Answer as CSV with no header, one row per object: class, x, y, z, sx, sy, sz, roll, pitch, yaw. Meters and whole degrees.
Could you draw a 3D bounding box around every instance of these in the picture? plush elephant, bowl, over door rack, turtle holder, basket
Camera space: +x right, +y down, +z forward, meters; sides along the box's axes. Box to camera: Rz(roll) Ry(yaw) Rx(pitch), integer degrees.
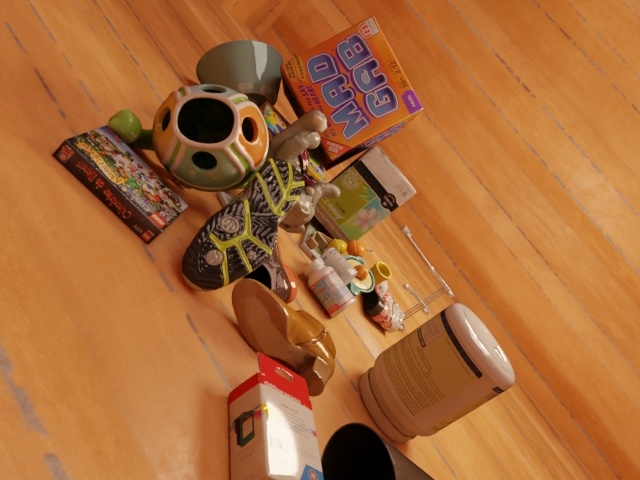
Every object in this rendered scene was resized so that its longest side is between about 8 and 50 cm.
plush elephant,-0.070,-0.160,1.398,0.255,0.330,0.272,56,-12,-2
bowl,-0.270,-0.541,1.784,0.311,0.312,0.163,18,55,-60
over door rack,0.297,0.135,1.854,0.324,0.239,0.108,58,13,19
turtle holder,-0.274,-0.249,1.124,0.320,0.243,0.227,30,-7,-4
basket,0.126,0.466,0.919,0.227,0.154,0.204,42,20,-37

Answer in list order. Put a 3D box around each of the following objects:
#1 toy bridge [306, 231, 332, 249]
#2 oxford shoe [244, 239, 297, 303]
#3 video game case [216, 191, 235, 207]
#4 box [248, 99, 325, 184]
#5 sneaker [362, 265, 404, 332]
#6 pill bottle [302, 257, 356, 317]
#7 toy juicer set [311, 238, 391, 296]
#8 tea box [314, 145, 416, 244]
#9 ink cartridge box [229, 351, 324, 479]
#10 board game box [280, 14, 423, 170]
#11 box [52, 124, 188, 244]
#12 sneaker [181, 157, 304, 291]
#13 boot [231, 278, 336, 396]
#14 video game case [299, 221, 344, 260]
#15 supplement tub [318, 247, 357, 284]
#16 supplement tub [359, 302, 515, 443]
toy bridge,0.000,0.000,1.659,0.063,0.026,0.188,54,18,17
oxford shoe,-0.152,0.030,1.197,0.098,0.097,0.271,2,50,-59
video game case,-0.200,-0.057,1.368,0.157,0.019,0.143,58,18,24
box,-0.147,-0.278,1.690,0.290,0.177,0.279,44,18,-22
sneaker,0.217,0.207,1.759,0.145,0.090,0.270,46,22,-19
pill bottle,0.021,0.131,1.423,0.160,0.087,0.087,53,18,8
toy juicer set,0.091,0.079,1.586,0.209,0.089,0.329,54,35,9
tea box,0.142,-0.164,1.858,0.220,0.323,0.329,49,7,-5
ink cartridge box,-0.076,0.314,0.831,0.134,0.078,0.231,40,20,-32
board game box,0.099,-0.509,1.836,0.356,0.357,0.356,61,-1,-2
box,-0.382,-0.114,0.995,0.233,0.044,0.159,46,18,-14
sneaker,-0.163,-0.019,1.100,0.145,0.147,0.384,41,48,-5
boot,-0.071,0.184,1.099,0.295,0.104,0.211,54,12,-7
video game case,0.014,0.043,1.689,0.193,0.023,0.212,47,18,-12
supplement tub,0.049,0.079,1.486,0.107,0.071,0.071,47,16,15
supplement tub,0.283,0.336,1.262,0.235,0.325,0.235,44,19,-20
